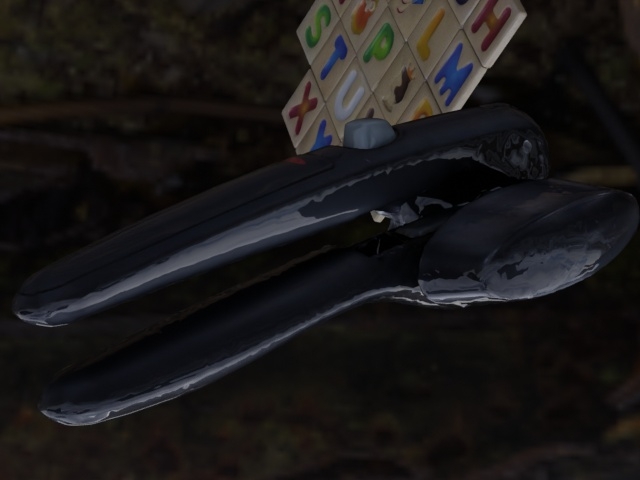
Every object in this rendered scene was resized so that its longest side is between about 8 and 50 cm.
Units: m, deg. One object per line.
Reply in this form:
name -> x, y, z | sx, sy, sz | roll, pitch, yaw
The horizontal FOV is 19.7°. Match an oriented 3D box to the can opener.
can opener -> 0.000, 0.000, 0.486 | 0.186, 0.059, 0.073 | -14, -179, -36

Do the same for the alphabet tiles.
alphabet tiles -> 0.069, -0.188, 1.603 | 0.011, 0.285, 0.342 | 16, 124, -29
